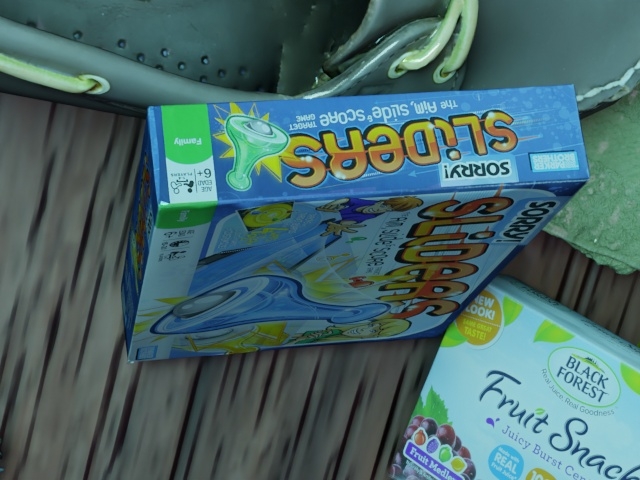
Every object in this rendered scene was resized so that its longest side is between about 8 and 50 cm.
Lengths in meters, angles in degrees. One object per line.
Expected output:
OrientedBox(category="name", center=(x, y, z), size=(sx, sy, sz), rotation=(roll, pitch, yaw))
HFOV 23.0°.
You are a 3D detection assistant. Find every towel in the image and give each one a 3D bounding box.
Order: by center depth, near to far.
OrientedBox(category="towel", center=(0.104, -0.057, 0.656), size=(0.148, 0.027, 0.110), rotation=(24, 101, -18))

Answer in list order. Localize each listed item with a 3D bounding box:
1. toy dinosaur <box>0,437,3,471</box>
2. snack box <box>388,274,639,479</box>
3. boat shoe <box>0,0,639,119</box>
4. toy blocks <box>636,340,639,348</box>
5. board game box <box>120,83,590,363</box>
OrientedBox(category="toy dinosaur", center=(-0.170, 0.138, 0.640), size=(0.118, 0.064, 0.268), rotation=(-31, 133, -21))
OrientedBox(category="snack box", center=(0.104, 0.088, 0.648), size=(0.037, 0.141, 0.100), rotation=(5, 110, -51))
OrientedBox(category="boat shoe", center=(-0.005, -0.085, 0.533), size=(0.324, 0.096, 0.117), rotation=(5, 96, -26))
OrientedBox(category="toy blocks", center=(0.310, 0.074, 0.662), size=(0.261, 0.191, 0.381), rotation=(17, 116, -26))
OrientedBox(category="board game box", center=(0.000, 0.000, 0.570), size=(0.136, 0.201, 0.035), rotation=(-4, 73, -10))
